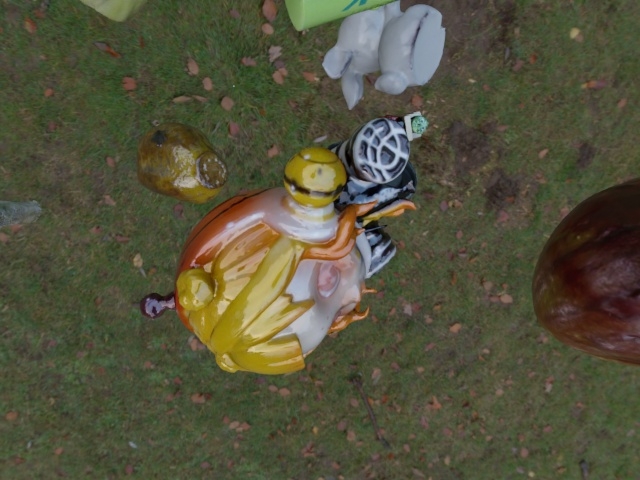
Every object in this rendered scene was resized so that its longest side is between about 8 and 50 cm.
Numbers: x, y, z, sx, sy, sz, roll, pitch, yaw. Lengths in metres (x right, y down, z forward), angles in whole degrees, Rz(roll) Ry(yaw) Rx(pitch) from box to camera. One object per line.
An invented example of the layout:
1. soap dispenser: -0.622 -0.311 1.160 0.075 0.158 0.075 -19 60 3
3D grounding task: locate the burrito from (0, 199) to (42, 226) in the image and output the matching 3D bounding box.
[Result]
1. burrito: -0.589 -0.050 0.759 0.042 0.171 0.051 22 96 1

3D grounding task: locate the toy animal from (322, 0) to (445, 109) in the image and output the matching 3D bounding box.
1. toy animal: 0.111 -0.335 0.725 0.127 0.193 0.178 25 82 -57

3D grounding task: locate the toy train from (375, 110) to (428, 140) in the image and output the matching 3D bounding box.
1. toy train: 0.147 -0.202 0.724 0.087 0.138 0.050 -11 107 4

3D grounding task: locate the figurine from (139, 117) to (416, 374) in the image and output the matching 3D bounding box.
1. figurine: -0.034 0.021 0.486 0.323 0.196 0.320 -42 148 -27

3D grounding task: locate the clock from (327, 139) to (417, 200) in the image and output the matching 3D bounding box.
1. clock: 0.103 -0.143 0.912 0.226 0.226 0.049 -2 138 -11

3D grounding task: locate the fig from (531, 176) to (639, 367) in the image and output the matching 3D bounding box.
1. fig: 0.382 0.043 0.469 0.263 0.224 0.224 -25 116 23

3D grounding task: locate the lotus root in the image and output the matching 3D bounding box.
1. lotus root: -0.325 -0.185 0.957 0.193 0.291 0.193 -17 118 -35

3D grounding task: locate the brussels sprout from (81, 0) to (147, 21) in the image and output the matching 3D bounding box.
1. brussels sprout: -0.414 -0.629 0.826 0.247 0.328 0.328 22 105 -34

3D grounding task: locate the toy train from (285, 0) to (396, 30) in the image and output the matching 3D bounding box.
1. toy train: 0.067 -0.306 0.421 0.253 0.157 0.105 -22 79 -8
